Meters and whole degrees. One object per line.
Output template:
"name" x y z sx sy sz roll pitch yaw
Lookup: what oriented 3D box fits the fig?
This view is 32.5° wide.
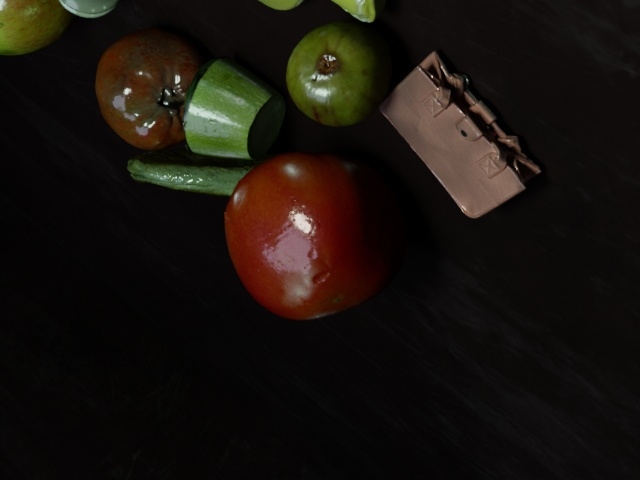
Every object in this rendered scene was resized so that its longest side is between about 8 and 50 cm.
"fig" 0.031 -0.216 1.505 0.148 0.142 0.186 11 164 25

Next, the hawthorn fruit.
"hawthorn fruit" -0.302 -0.272 1.942 0.210 0.210 0.262 59 171 -25

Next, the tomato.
"tomato" 0.000 0.000 1.720 0.298 0.299 0.226 80 173 -52

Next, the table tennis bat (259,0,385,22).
"table tennis bat" -0.048 -0.392 1.486 0.369 0.054 0.224 36 153 34

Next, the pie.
"pie" -0.185 -0.115 1.888 0.323 0.323 0.070 15 106 52

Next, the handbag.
"handbag" 0.183 -0.139 1.471 0.212 0.059 0.157 49 157 -2

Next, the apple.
"apple" -0.581 -0.468 2.057 0.246 0.226 0.246 36 152 22

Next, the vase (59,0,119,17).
"vase" -0.367 -0.474 1.776 0.173 0.173 0.321 47 163 0

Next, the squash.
"squash" -0.141 -0.206 1.812 0.123 0.170 0.170 25 151 18
